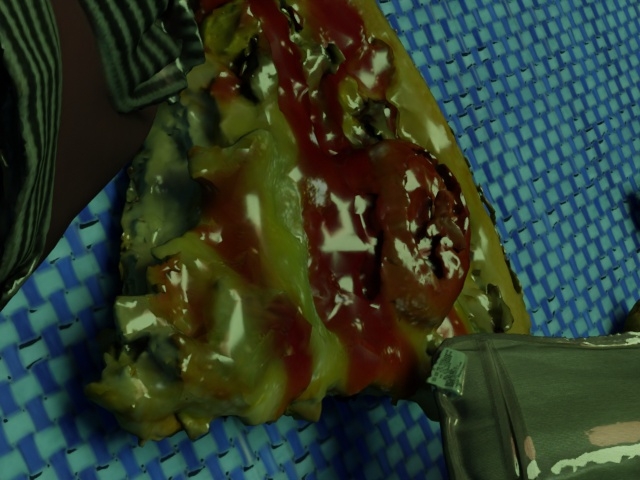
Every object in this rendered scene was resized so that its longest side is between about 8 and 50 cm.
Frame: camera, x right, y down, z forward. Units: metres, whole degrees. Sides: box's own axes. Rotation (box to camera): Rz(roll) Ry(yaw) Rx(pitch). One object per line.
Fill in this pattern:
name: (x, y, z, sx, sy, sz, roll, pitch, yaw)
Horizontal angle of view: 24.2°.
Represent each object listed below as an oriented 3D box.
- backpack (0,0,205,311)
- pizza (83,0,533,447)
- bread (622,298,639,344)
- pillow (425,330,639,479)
backpack: (-0.170, -0.118, 0.590, 0.283, 0.197, 0.317, -56, 155, -38)
pizza: (0.000, 0.000, 0.928, 0.440, 0.130, 0.406, 56, 35, -18)
bread: (0.303, 0.140, 1.287, 0.114, 0.083, 0.211, 53, 38, -24)
pillow: (0.181, 0.105, 0.906, 0.232, 0.038, 0.131, -3, 52, -11)
